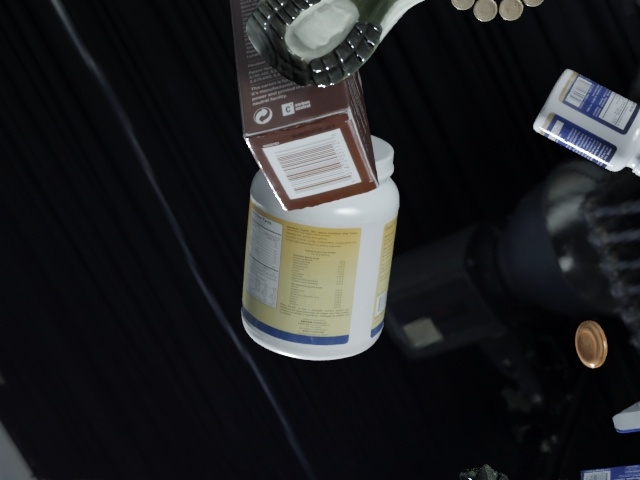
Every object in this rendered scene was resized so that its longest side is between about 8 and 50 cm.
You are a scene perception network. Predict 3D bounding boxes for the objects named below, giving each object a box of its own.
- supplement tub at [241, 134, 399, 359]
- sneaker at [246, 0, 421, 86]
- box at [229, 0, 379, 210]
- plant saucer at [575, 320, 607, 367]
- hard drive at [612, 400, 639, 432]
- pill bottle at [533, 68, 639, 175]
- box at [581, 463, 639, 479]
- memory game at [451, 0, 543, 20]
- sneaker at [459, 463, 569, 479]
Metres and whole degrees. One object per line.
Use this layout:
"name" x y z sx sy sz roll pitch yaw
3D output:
"supplement tub" 0.000 0.000 1.641 0.228 0.316 0.228 5 -158 -2
"sneaker" 0.087 -0.333 1.108 0.410 0.158 0.182 -27 -147 38
"box" -0.028 -0.253 1.389 0.143 0.191 0.381 -14 -119 8
"plant saucer" 0.474 0.183 1.873 0.013 0.083 0.083 -5 -175 -22
"hard drive" 0.749 0.316 2.124 0.210 0.040 0.318 -18 175 40
"pill bottle" 0.379 -0.150 1.418 0.094 0.169 0.094 -58 171 -15
"box" 0.596 0.567 2.169 0.136 0.036 0.225 -13 -141 30
"memory game" 0.268 -0.421 1.606 0.186 0.186 0.012 -22 -157 19
"sneaker" 0.318 0.416 1.766 0.227 0.130 0.087 -17 159 -23
